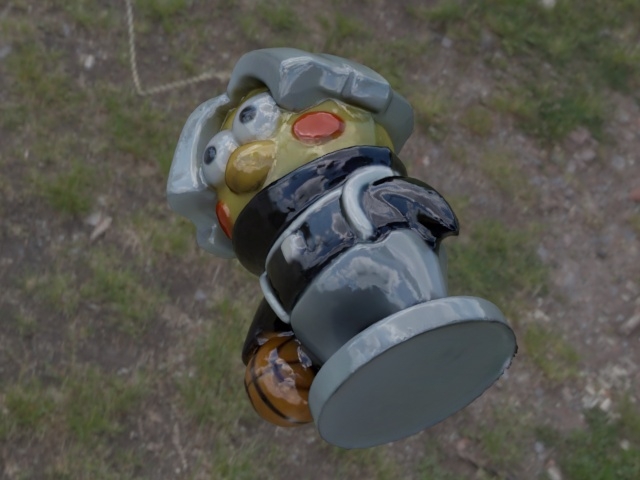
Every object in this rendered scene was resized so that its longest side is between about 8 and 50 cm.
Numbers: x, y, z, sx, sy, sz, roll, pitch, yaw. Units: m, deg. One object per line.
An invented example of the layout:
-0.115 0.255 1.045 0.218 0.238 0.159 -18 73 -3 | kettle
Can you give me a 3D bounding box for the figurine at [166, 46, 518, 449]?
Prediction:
0.000 0.000 0.669 0.133 0.176 0.236 19 37 -49 | figurine
